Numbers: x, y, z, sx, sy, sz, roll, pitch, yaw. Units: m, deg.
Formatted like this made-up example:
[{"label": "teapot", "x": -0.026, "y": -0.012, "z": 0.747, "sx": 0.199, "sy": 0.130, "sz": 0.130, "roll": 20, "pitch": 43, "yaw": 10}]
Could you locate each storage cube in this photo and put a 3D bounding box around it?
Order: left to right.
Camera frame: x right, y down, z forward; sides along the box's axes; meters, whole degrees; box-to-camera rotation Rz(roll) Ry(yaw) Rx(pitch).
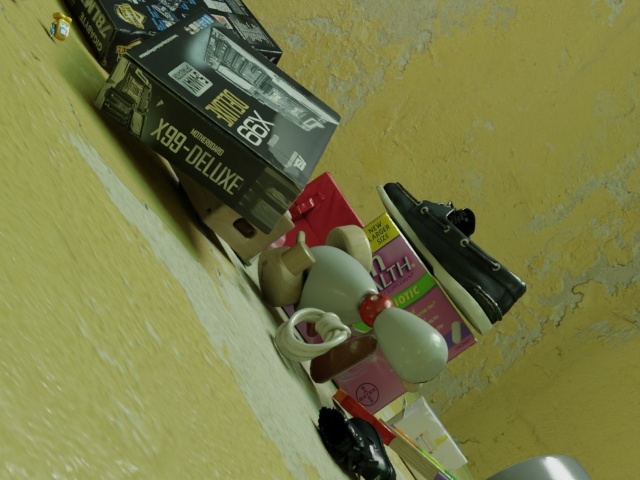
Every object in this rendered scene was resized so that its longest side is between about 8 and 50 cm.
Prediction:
[{"label": "storage cube", "x": 0.000, "y": 0.000, "z": 2.026, "sx": 0.193, "sy": 0.183, "sz": 0.215, "roll": 57, "pitch": 1, "yaw": 9}]

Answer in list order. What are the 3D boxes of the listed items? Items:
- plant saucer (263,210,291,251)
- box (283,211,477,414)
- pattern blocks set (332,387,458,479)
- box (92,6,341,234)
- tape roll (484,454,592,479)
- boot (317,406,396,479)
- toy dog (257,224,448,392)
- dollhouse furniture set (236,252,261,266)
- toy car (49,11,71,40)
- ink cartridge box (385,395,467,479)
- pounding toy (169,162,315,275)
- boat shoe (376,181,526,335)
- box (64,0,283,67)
[{"label": "plant saucer", "x": -0.154, "y": -0.119, "z": 1.731, "sx": 0.332, "sy": 0.084, "sz": 0.332, "roll": 54, "pitch": 1, "yaw": -2}, {"label": "box", "x": 0.084, "y": 0.117, "z": 1.523, "sx": 0.243, "sy": 0.213, "sz": 0.117, "roll": 55, "pitch": 1, "yaw": 5}, {"label": "pattern blocks set", "x": 0.132, "y": 0.291, "z": 1.299, "sx": 0.285, "sy": 0.026, "sz": 0.325, "roll": 40, "pitch": -6, "yaw": 7}, {"label": "box", "x": -0.109, "y": -0.156, "z": 1.192, "sx": 0.242, "sy": 0.076, "sz": 0.307, "roll": 37, "pitch": 23, "yaw": -5}, {"label": "tape roll", "x": 0.245, "y": 0.360, "z": 1.182, "sx": 0.219, "sy": 0.219, "sz": 0.072, "roll": 53, "pitch": 2, "yaw": -45}, {"label": "boot", "x": 0.031, "y": 0.215, "z": 1.078, "sx": 0.099, "sy": 0.045, "sz": 0.121, "roll": 47, "pitch": 4, "yaw": -33}, {"label": "toy dog", "x": 0.037, "y": 0.114, "z": 1.306, "sx": 0.334, "sy": 0.220, "sz": 0.161, "roll": -108, "pitch": -164, "yaw": -60}, {"label": "dollhouse furniture set", "x": -0.123, "y": -0.009, "z": 1.449, "sx": 0.076, "sy": 0.058, "sz": 0.152, "roll": 62, "pitch": 19, "yaw": -11}, {"label": "toy car", "x": -0.293, "y": -0.257, "z": 1.054, "sx": 0.122, "sy": 0.060, "sz": 0.041, "roll": 41, "pitch": 44, "yaw": -55}, {"label": "ink cartridge box", "x": 0.174, "y": 0.344, "z": 1.709, "sx": 0.143, "sy": 0.090, "sz": 0.092, "roll": 54, "pitch": 1, "yaw": 3}, {"label": "pounding toy", "x": -0.093, "y": -0.022, "z": 1.273, "sx": 0.206, "sy": 0.094, "sz": 0.181, "roll": 56, "pitch": 4, "yaw": 33}, {"label": "boat shoe", "x": 0.203, "y": -0.001, "z": 1.535, "sx": 0.127, "sy": 0.113, "sz": 0.340, "roll": 54, "pitch": 1, "yaw": -41}, {"label": "box", "x": -0.247, "y": -0.362, "z": 1.501, "sx": 0.293, "sy": 0.073, "sz": 0.295, "roll": -2, "pitch": 45, "yaw": -41}]
